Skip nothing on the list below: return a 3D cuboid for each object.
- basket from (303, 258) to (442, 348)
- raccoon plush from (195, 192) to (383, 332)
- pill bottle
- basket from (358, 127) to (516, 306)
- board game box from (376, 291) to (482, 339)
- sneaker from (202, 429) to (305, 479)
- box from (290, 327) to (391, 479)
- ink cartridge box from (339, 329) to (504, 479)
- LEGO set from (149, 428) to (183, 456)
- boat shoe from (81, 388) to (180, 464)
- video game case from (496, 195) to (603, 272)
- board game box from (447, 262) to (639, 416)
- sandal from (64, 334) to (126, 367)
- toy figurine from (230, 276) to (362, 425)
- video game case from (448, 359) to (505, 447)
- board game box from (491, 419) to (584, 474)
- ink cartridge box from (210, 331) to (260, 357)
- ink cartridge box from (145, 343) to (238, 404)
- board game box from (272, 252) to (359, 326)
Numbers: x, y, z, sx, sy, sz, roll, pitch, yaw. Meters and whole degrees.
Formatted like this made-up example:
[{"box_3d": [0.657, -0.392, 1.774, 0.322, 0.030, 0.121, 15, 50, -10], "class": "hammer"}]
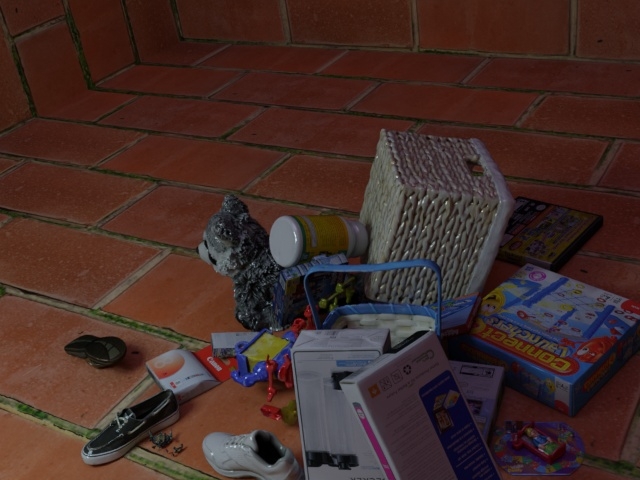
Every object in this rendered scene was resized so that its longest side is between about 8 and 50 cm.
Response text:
[{"box_3d": [0.114, 0.170, 1.534, 0.254, 0.289, 0.201, -4, 22, 16], "class": "basket"}, {"box_3d": [-0.070, 0.024, 1.940, 0.446, 0.299, 0.216, -12, 30, -6], "class": "raccoon plush"}, {"box_3d": [0.000, 0.000, 1.835, 0.208, 0.118, 0.117, -2, 22, -36], "class": "pill bottle"}, {"box_3d": [0.248, -0.047, 1.888, 0.266, 0.331, 0.328, 7, 31, -8], "class": "basket"}, {"box_3d": [0.204, 0.187, 1.749, 0.281, 0.027, 0.145, -18, 17, 29], "class": "board game box"}, {"box_3d": [-0.129, 0.392, 1.522, 0.232, 0.115, 0.090, 10, 36, 29], "class": "sneaker"}, {"box_3d": [0.050, 0.307, 1.436, 0.169, 0.290, 0.087, -2, 16, 12], "class": "box"}, {"box_3d": [0.186, 0.351, 1.327, 0.175, 0.371, 0.069, -28, 3, -28], "class": "ink cartridge box"}, {"box_3d": [-0.316, 0.411, 1.639, 0.054, 0.023, 0.083, -27, 48, -24], "class": "LEGO set"}, {"box_3d": [-0.395, 0.377, 1.663, 0.219, 0.070, 0.077, -29, 36, -29], "class": "boat shoe"}, {"box_3d": [0.558, -0.020, 2.104, 0.248, 0.035, 0.275, 18, 39, 38], "class": "video game case"}, {"box_3d": [0.481, 0.196, 1.713, 0.302, 0.086, 0.308, -32, 37, -33], "class": "board game box"}, {"box_3d": [-0.525, 0.269, 1.901, 0.219, 0.060, 0.090, -1, 22, 41], "class": "sandal"}, {"box_3d": [-0.086, 0.215, 1.749, 0.217, 0.191, 0.362, 6, 33, 33], "class": "toy figurine"}, {"box_3d": [0.208, 0.330, 1.587, 0.269, 0.061, 0.244, 4, 32, 22], "class": "video game case"}, {"box_3d": [0.400, 0.372, 1.494, 0.168, 0.033, 0.133, -3, 31, 11], "class": "board game box"}, {"box_3d": [-0.194, 0.240, 1.871, 0.115, 0.029, 0.063, 0, 28, -14], "class": "ink cartridge box"}, {"box_3d": [-0.282, 0.283, 1.817, 0.179, 0.045, 0.145, -27, 36, -23], "class": "ink cartridge box"}, {"box_3d": [-0.004, 0.094, 1.800, 0.194, 0.194, 0.060, -17, 58, -19], "class": "board game box"}]
